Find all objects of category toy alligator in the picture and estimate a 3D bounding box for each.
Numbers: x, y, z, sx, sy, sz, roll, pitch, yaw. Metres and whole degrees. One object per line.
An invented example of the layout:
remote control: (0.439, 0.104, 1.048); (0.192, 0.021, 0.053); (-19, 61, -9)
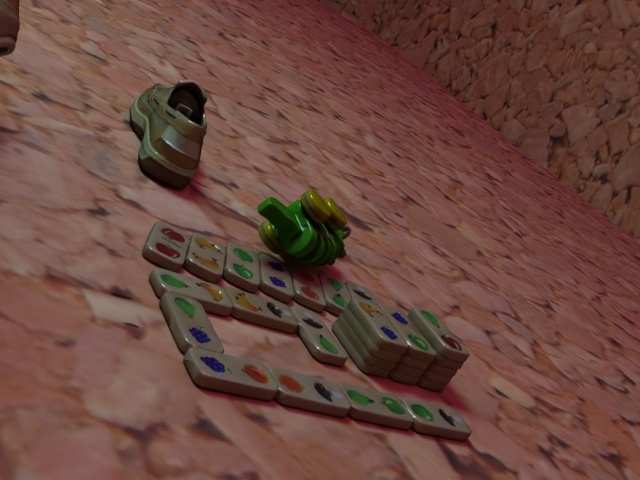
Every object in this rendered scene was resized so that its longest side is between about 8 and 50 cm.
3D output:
toy alligator: (0.000, 0.000, 0.771); (0.051, 0.056, 0.189); (60, 14, 17)

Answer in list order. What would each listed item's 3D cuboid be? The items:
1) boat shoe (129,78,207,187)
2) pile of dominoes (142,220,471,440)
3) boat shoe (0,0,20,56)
boat shoe: (-0.129, -0.115, 0.830); (0.068, 0.072, 0.190); (23, 19, -26)
pile of dominoes: (-0.004, 0.050, 0.647); (0.251, 0.040, 0.196); (20, 21, -37)
boat shoe: (-0.323, -0.164, 0.550); (0.302, 0.113, 0.103); (-11, 87, -43)
